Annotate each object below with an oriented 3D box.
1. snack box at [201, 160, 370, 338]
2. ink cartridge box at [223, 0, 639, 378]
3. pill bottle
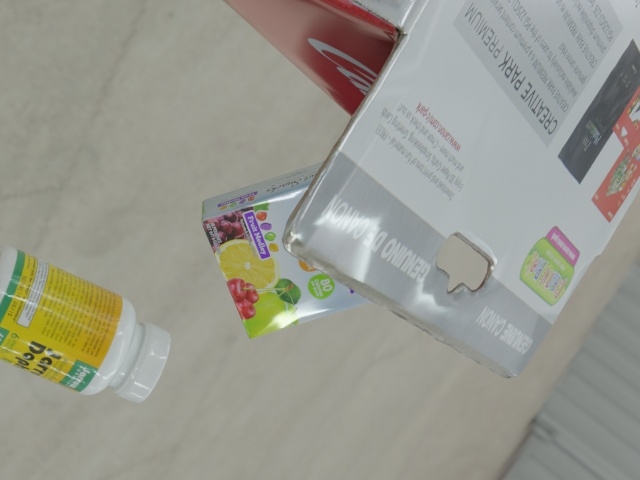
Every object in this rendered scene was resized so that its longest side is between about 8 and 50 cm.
[{"bbox_3d":[0.000,0.000,1.089,0.141,0.037,0.100,-17,116,7],"label":"snack box"},{"bbox_3d":[0.059,-0.108,0.603,0.272,0.130,0.309,-60,156,-2],"label":"ink cartridge box"},{"bbox_3d":[-0.274,0.097,1.710,0.117,0.208,0.117,-52,-157,32],"label":"pill bottle"}]
